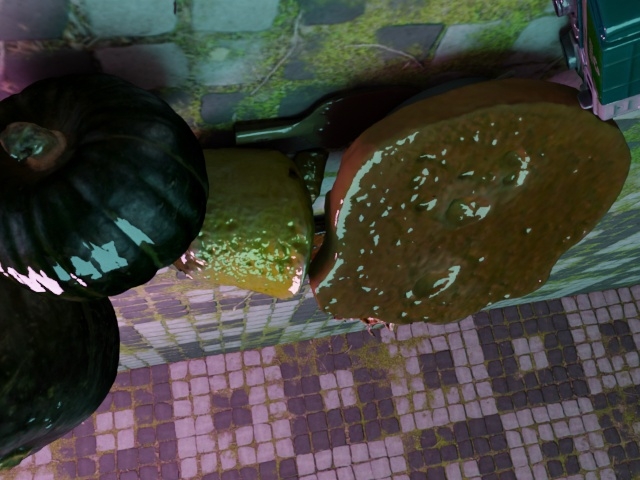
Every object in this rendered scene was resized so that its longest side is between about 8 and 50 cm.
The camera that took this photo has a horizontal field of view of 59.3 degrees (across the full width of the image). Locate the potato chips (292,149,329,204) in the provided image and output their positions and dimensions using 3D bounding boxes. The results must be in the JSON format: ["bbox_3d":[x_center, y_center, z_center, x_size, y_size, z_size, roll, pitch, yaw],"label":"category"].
[{"bbox_3d":[-0.079,-0.022,0.908,0.057,0.080,0.407,7,158,-19],"label":"potato chips"}]

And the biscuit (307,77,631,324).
[{"bbox_3d":[0.183,-0.032,0.705,0.385,0.062,0.365,0,132,-20],"label":"biscuit"}]

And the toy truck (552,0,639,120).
[{"bbox_3d":[0.266,-0.194,0.484,0.114,0.124,0.253,-16,161,23],"label":"toy truck"}]

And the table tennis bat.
[{"bbox_3d":[0.014,-0.140,0.674,0.235,0.022,0.131,-10,164,-10],"label":"table tennis bat"}]

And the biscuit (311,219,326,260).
[{"bbox_3d":[0.000,0.000,1.091,0.212,0.036,0.212,-10,165,-3],"label":"biscuit"}]

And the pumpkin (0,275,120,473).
[{"bbox_3d":[-0.529,0.180,0.822,0.454,0.344,0.454,-25,170,-5],"label":"pumpkin"}]

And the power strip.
[{"bbox_3d":[0.147,-0.140,0.683,0.216,0.044,0.137,-30,158,37],"label":"power strip"}]

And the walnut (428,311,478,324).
[{"bbox_3d":[0.184,0.026,0.954,0.248,0.248,0.248,-10,163,-3],"label":"walnut"}]

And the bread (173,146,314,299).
[{"bbox_3d":[-0.097,-0.021,0.692,0.171,0.197,0.197,1,160,-19],"label":"bread"}]

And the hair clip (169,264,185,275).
[{"bbox_3d":[-0.287,0.045,1.083,0.054,0.022,0.137,-19,161,23],"label":"hair clip"}]

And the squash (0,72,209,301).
[{"bbox_3d":[-0.207,-0.049,0.506,0.218,0.218,0.172,-9,131,-5],"label":"squash"}]

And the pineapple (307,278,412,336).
[{"bbox_3d":[0.095,0.080,1.130,0.236,0.186,0.114,22,-159,22],"label":"pineapple"}]

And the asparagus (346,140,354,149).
[{"bbox_3d":[0.053,-0.113,0.770,0.016,0.016,0.163,-5,174,10],"label":"asparagus"}]
